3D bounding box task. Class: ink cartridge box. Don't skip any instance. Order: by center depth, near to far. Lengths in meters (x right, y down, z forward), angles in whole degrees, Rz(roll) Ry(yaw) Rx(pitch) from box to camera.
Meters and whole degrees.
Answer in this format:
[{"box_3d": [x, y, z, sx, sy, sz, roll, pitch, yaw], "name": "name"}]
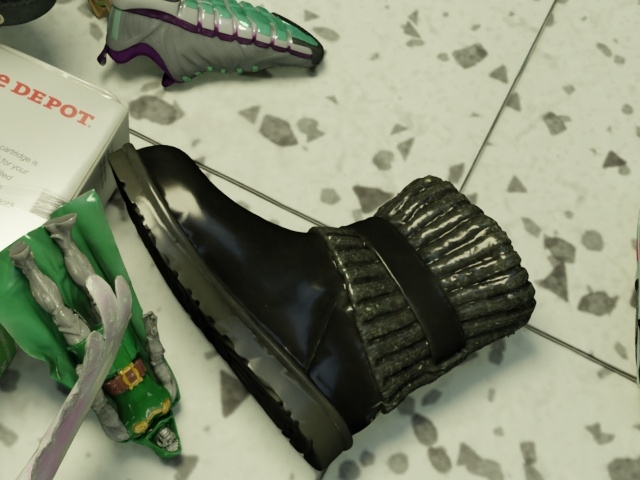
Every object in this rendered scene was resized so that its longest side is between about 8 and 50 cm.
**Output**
[{"box_3d": [-0.325, -0.025, 0.993, 0.211, 0.121, 0.289, 25, 65, 4], "name": "ink cartridge box"}]

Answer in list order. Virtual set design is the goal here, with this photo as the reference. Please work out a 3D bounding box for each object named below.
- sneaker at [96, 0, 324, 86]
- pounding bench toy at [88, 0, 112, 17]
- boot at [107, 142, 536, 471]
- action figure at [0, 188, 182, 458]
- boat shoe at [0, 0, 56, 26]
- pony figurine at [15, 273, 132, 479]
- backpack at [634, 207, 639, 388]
[{"box_3d": [-0.111, -0.196, 1.138, 0.223, 0.098, 0.083, 14, 26, -19], "name": "sneaker"}, {"box_3d": [-0.203, -0.246, 1.152, 0.052, 0.083, 0.065, -41, 44, -20], "name": "pounding bench toy"}, {"box_3d": [0.000, 0.002, 1.006, 0.260, 0.131, 0.348, -38, 88, -14], "name": "boot"}, {"box_3d": [-0.179, 0.090, 0.938, 0.137, 0.063, 0.232, -39, 114, -26], "name": "action figure"}, {"box_3d": [-0.440, -0.318, 1.016, 0.500, 0.156, 0.187, 22, 60, 19], "name": "boat shoe"}, {"box_3d": [-0.236, 0.236, 0.787, 0.363, 0.351, 0.303, 48, 35, 16], "name": "pony figurine"}, {"box_3d": [0.396, 0.018, 1.005, 0.191, 0.225, 0.253, 17, 57, -23], "name": "backpack"}]
